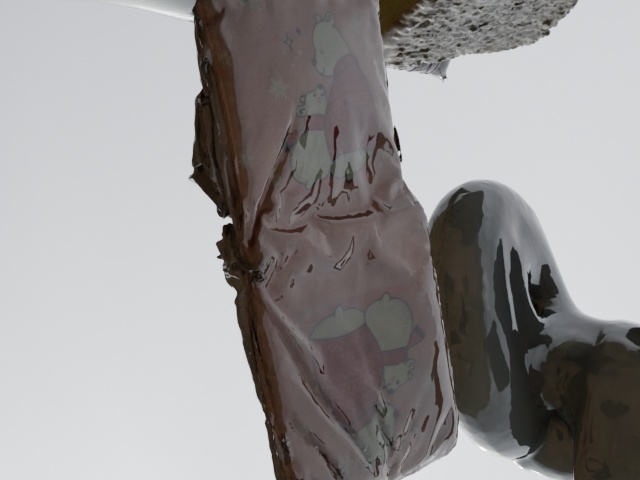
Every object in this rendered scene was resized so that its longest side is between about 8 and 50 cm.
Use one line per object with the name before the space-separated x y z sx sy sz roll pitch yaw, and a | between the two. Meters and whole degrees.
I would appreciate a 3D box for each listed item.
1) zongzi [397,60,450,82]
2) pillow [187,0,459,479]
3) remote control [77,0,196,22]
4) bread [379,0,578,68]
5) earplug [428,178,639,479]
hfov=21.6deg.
zongzi | 0.086 -0.154 1.365 0.067 0.083 0.073 -121 -161 -45
pillow | 0.000 0.000 0.766 0.049 0.135 0.248 -5 -79 37
remote control | -0.070 -0.134 0.915 0.050 0.184 0.027 -24 -101 33
bread | 0.126 -0.222 1.218 0.234 0.184 0.110 -42 -115 58
earplug | 0.191 0.097 1.263 0.325 0.214 0.175 48 -64 3
